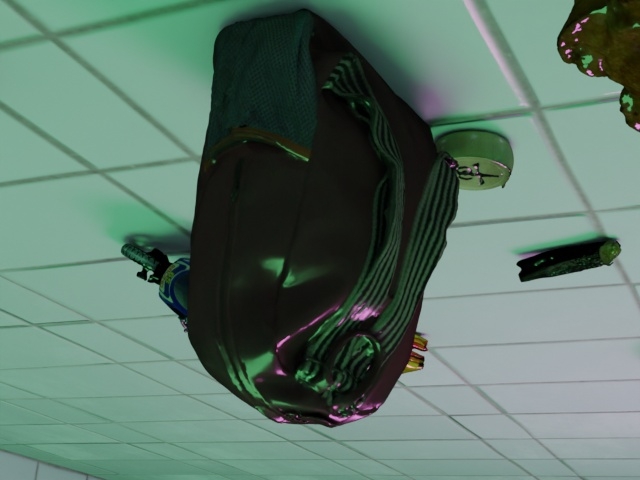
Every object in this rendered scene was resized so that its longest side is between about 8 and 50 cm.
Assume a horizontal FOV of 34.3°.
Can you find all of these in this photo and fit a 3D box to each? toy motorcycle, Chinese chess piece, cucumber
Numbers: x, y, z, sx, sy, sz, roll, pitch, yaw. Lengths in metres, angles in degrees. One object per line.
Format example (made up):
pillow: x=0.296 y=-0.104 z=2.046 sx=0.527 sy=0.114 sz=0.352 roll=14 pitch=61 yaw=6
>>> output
toy motorcycle: x=-0.120 y=0.093 z=1.362 sx=0.315 sy=0.113 sz=0.169 roll=32 pitch=175 yaw=-17
Chinese chess piece: x=0.151 y=-0.079 z=1.039 sx=0.084 sy=0.034 sz=0.084 roll=5 pitch=158 yaw=2
cucumber: x=0.303 y=0.024 z=1.275 sx=0.134 sy=0.033 sz=0.034 roll=-14 pitch=-175 yaw=42

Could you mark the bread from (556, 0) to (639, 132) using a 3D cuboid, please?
bread: x=0.282 y=-0.162 z=0.660 sx=0.246 sy=0.135 sz=0.232 roll=-14 pitch=152 yaw=39

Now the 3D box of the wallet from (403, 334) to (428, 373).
wallet: x=0.052 y=0.197 z=1.720 sx=0.141 sy=0.067 sz=0.241 roll=18 pitch=155 yaw=-27

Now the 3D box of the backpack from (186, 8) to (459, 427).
backpack: x=0.000 y=0.000 z=0.887 sx=0.197 sy=0.317 sz=0.283 roll=-7 pitch=154 yaw=31
